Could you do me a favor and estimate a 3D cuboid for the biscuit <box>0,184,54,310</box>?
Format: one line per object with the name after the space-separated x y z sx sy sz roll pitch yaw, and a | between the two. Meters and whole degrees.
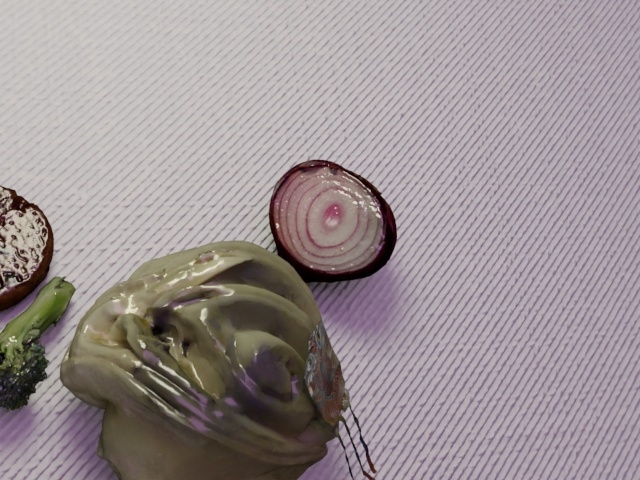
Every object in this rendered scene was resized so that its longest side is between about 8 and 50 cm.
-0.446 0.011 1.228 0.192 0.049 0.192 4 65 -10 | biscuit

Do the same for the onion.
0.000 0.000 1.349 0.195 0.140 0.218 36 94 7 | onion

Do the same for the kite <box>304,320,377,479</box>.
0.024 0.215 1.147 0.127 0.016 0.230 -58 130 -62 | kite

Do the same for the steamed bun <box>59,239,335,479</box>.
-0.128 0.163 1.149 0.339 0.247 0.352 47 59 1 | steamed bun

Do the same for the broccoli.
-0.367 0.119 1.176 0.118 0.122 0.204 15 43 12 | broccoli
